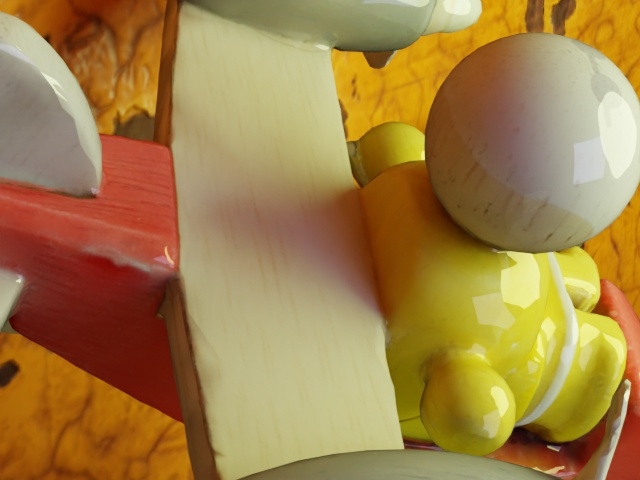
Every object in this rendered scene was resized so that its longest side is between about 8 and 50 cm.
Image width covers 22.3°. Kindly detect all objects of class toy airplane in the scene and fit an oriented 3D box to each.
[{"bbox_3d":[0.000,0.000,0.660,0.386,0.272,0.384,55,28,7],"label":"toy airplane"}]

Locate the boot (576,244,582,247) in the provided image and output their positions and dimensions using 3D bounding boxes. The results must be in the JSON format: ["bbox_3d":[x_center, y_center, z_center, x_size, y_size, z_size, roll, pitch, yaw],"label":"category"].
[{"bbox_3d":[0.035,0.045,0.990,0.115,0.112,0.305,51,60,-15],"label":"boot"}]
